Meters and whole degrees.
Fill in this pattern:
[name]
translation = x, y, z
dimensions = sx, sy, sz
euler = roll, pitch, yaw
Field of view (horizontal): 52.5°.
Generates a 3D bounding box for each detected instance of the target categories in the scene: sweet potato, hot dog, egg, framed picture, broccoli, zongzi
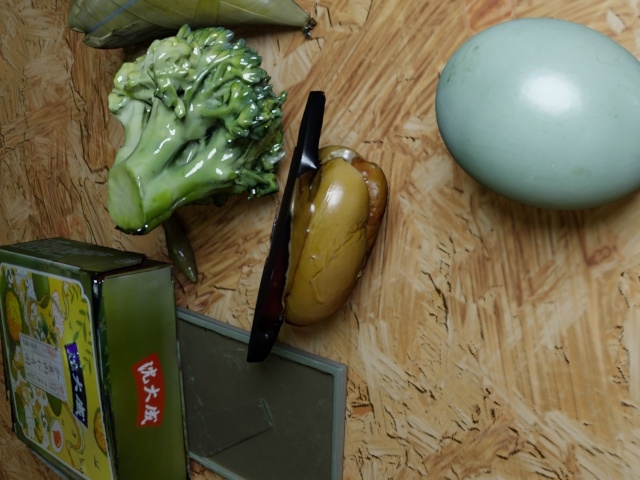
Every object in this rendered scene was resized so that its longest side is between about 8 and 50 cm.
[sweet potato]
translation = -0.222, -0.004, 0.983
dimensions = 0.041, 0.038, 0.153
euler = -33, 74, -5
[hot dog]
translation = 0.000, 0.003, 0.745
dimensions = 0.326, 0.107, 0.194
euler = 112, 167, -52
[egg]
translation = 0.186, -0.103, 0.537
dimensions = 0.192, 0.149, 0.149
euler = 36, 119, 29
[framed picture]
translation = -0.101, 0.249, 0.934
dimensions = 0.335, 0.022, 0.247
euler = 11, 105, 39
[broccoli]
translation = -0.177, -0.115, 0.778
dimensions = 0.248, 0.245, 0.288
euler = 27, 133, 18
[zongzi]
translation = -0.162, -0.279, 0.804
dimensions = 0.256, 0.115, 0.228
euler = 38, 126, -15

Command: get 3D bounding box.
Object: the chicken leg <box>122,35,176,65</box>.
[chicken leg]
translation = -0.254, -0.302, 0.935
dimensions = 0.207, 0.085, 0.101
euler = 59, 141, 27

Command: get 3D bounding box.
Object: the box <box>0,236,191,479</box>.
[box]
translation = -0.398, 0.200, 1.088
dimensions = 0.420, 0.138, 0.372
euler = 7, 103, 44
